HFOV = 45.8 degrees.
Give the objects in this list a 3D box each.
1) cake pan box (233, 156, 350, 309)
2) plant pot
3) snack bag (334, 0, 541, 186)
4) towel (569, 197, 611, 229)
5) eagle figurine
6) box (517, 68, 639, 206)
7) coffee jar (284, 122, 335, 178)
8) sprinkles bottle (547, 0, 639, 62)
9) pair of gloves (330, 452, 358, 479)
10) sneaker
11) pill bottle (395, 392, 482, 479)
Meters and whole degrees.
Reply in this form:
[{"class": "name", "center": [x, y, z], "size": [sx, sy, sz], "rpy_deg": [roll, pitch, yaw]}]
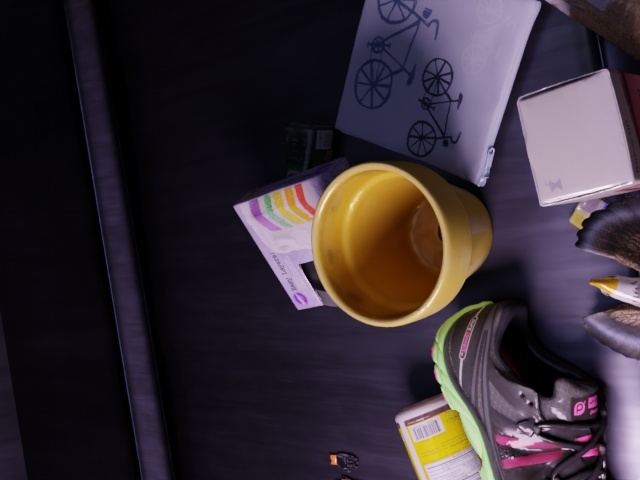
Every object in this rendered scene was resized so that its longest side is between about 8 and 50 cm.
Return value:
[{"class": "cake pan box", "center": [0.000, 0.000, 1.405], "size": [0.245, 0.070, 0.267], "rpy_deg": [-13, 115, 40]}, {"class": "plant pot", "center": [0.154, -0.005, 1.228], "size": [0.253, 0.239, 0.254], "rpy_deg": [6, 99, 39]}, {"class": "snack bag", "center": [0.190, -0.298, 1.296], "size": [0.342, 0.037, 0.323], "rpy_deg": [27, 113, 35]}, {"class": "towel", "center": [0.424, -0.032, 1.151], "size": [0.083, 0.009, 0.060], "rpy_deg": [41, 118, 29]}, {"class": "eagle figurine", "center": [0.458, 0.068, 1.006], "size": [0.225, 0.298, 0.226], "rpy_deg": [41, 99, 0]}, {"class": "box", "center": [0.386, -0.137, 1.025], "size": [0.126, 0.232, 0.149], "rpy_deg": [-15, 87, 40]}, {"class": "coffee jar", "center": [-0.024, -0.132, 1.463], "size": [0.096, 0.079, 0.185], "rpy_deg": [14, 105, 39]}, {"class": "sprinkles bottle", "center": [0.396, -0.358, 1.063], "size": [0.355, 0.121, 0.121], "rpy_deg": [47, 122, 26]}, {"class": "pair of gloves", "center": [0.053, 0.467, 1.518], "size": [0.074, 0.010, 0.083], "rpy_deg": [-11, 85, 41]}, {"class": "sneaker", "center": [0.347, 0.304, 1.145], "size": [0.202, 0.185, 0.483], "rpy_deg": [-44, 69, 39]}, {"class": "pill bottle", "center": [0.218, 0.379, 1.301], "size": [0.117, 0.117, 0.215], "rpy_deg": [-30, 77, 38]}]
